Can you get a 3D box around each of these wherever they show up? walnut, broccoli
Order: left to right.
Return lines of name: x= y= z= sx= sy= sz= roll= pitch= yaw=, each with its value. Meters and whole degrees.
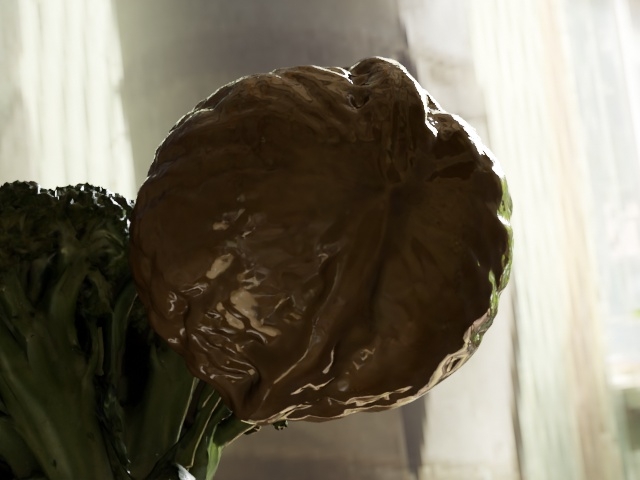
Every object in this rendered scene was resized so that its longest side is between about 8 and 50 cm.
broccoli: x=-0.156 y=0.095 z=1.126 sx=0.321 sy=0.283 sz=0.303 roll=-7 pitch=-38 yaw=-20
walnut: x=0.000 y=0.000 z=0.895 sx=0.213 sy=0.213 sz=0.213 roll=-7 pitch=-9 yaw=-1
